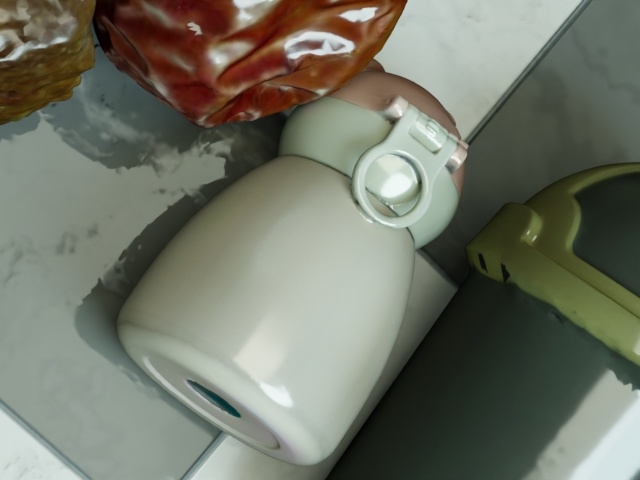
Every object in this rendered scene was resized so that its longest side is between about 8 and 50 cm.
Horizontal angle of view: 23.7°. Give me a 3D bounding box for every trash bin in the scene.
[{"bbox_3d":[0.140,0.105,0.891,0.214,0.214,0.334,41,86,-12],"label":"trash bin"}]

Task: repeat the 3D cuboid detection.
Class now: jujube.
[{"bbox_3d":[-0.071,-0.239,0.860,0.216,0.216,0.342,-21,78,-18],"label":"jujube"}]

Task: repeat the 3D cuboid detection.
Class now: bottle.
[{"bbox_3d":[0.000,0.000,0.903,0.147,0.147,0.236,38,72,-13],"label":"bottle"}]

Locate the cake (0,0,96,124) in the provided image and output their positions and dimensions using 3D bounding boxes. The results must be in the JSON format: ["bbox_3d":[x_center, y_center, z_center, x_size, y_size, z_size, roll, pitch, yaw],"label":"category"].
[{"bbox_3d":[-0.256,-0.195,0.808,0.199,0.196,0.293,-15,87,-19],"label":"cake"}]
